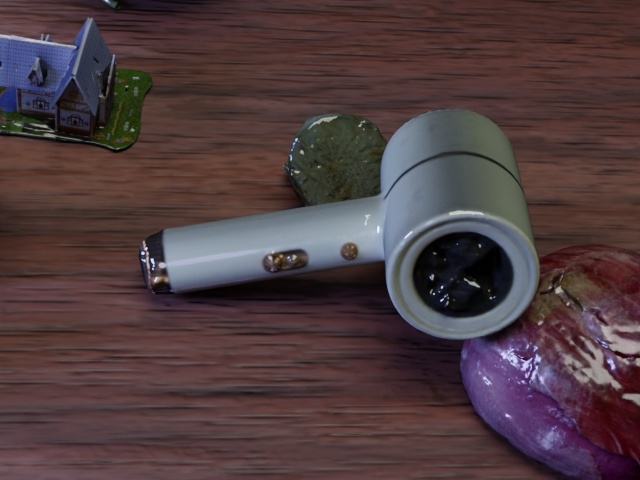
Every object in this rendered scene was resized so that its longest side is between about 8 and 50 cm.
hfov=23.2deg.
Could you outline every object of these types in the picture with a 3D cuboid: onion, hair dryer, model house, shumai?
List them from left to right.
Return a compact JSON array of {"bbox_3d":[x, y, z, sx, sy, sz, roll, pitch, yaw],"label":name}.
[{"bbox_3d":[-0.250,-0.164,1.493,0.167,0.088,0.117,10,50,0],"label":"model house"},{"bbox_3d":[0.000,0.000,1.355,0.362,0.128,0.203,-9,31,5],"label":"hair dryer"},{"bbox_3d":[0.014,-0.070,1.467,0.099,0.123,0.087,-39,22,-3],"label":"shumai"},{"bbox_3d":[0.269,0.109,1.323,0.283,0.120,0.227,39,60,22],"label":"onion"}]

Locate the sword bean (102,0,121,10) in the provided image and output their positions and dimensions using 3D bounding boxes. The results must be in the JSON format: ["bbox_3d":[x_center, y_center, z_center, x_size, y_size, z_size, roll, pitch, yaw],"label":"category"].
[{"bbox_3d":[-0.241,-0.264,1.631,0.083,0.012,0.012,35,54,19],"label":"sword bean"}]
